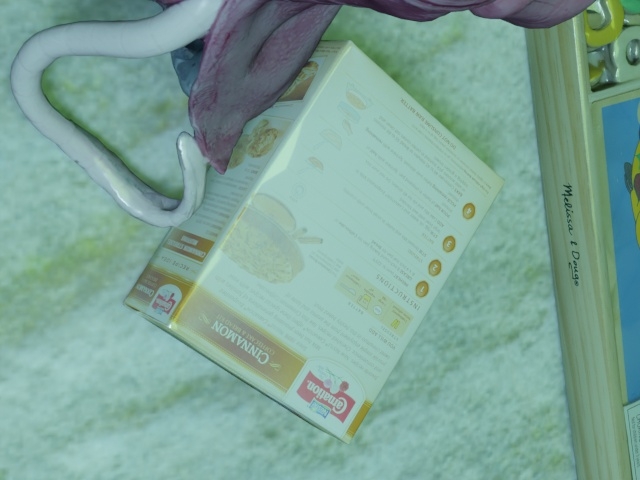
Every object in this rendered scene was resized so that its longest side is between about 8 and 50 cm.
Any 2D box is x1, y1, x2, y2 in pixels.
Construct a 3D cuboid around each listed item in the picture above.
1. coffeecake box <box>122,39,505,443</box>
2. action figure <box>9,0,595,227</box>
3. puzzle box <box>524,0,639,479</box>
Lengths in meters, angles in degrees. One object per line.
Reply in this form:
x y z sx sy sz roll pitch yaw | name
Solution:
0.000 0.000 0.683 0.142 0.068 0.185 38 79 -31 | coffeecake box
-0.013 -0.147 0.472 0.248 0.370 0.275 40 82 -28 | action figure
0.285 -0.025 0.861 0.272 0.052 0.408 -18 108 -28 | puzzle box
